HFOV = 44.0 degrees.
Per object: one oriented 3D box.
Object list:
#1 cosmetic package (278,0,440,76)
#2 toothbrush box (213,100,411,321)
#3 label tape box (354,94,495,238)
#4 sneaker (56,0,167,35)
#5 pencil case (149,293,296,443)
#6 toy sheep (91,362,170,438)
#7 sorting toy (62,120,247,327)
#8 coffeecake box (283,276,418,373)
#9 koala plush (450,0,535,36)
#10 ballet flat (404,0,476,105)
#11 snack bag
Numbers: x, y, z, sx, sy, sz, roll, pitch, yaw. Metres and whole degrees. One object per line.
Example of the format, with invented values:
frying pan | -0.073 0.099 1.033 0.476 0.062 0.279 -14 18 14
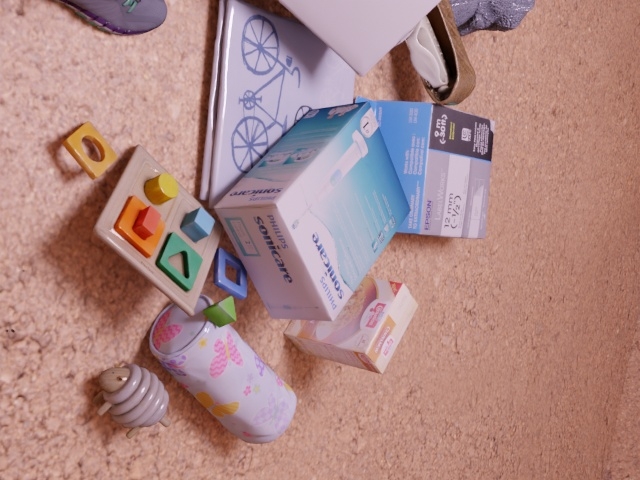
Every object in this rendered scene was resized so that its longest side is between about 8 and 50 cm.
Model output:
cosmetic package | -0.003 -0.435 1.152 0.197 0.155 0.365 -40 133 17
toothbrush box | 0.001 -0.048 1.235 0.295 0.126 0.216 -53 129 -41
label tape box | 0.200 -0.134 1.539 0.347 0.115 0.249 3 93 -50
sneaker | -0.270 -0.316 0.996 0.223 0.098 0.083 7 90 -48
pencil case | -0.142 0.199 1.208 0.273 0.113 0.124 53 43 -39
toy sheep | -0.258 0.222 1.103 0.132 0.091 0.091 50 60 -34
sorting toy | -0.204 -0.022 1.071 0.348 0.047 0.196 46 33 -30
coffeecake box | 0.052 0.135 1.358 0.142 0.185 0.068 -59 133 -25
koala plush | 0.275 -0.474 1.530 0.221 0.203 0.196 -17 120 -27
ballet flat | 0.178 -0.395 1.429 0.124 0.116 0.343 -46 117 -51
snack bag | -0.054 -0.207 1.303 0.342 0.037 0.323 0 97 -51
